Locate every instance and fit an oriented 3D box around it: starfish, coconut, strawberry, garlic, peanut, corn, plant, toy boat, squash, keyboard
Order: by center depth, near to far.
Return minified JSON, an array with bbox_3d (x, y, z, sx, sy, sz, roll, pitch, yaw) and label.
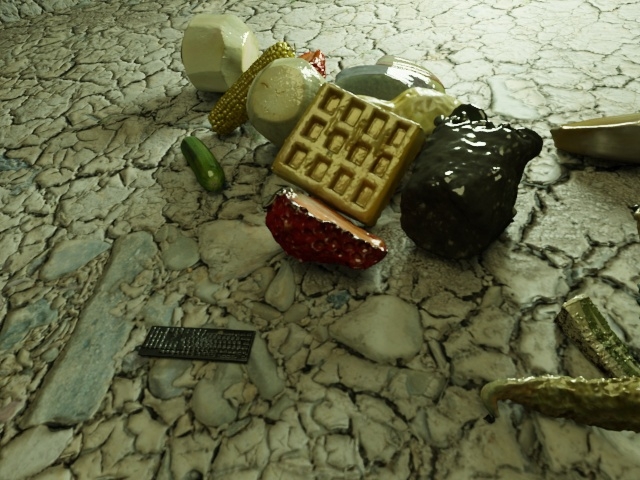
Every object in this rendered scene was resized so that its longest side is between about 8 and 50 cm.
[{"bbox_3d":[0.430,0.134,0.480,0.433,0.323,0.082,13,29,18],"label":"starfish"},{"bbox_3d":[-0.211,0.176,0.750,0.198,0.010,0.063,0,46,12],"label":"keyboard"},{"bbox_3d":[0.269,-0.108,0.795,0.199,0.188,0.276,19,56,30],"label":"plant"},{"bbox_3d":[0.000,0.000,0.799,0.237,0.190,0.111,33,101,21],"label":"strawberry"},{"bbox_3d":[0.627,-0.207,0.862,0.318,0.112,0.143,11,28,29],"label":"garlic"},{"bbox_3d":[0.176,-0.263,0.984,0.306,0.147,0.146,-6,47,7],"label":"peanut"},{"bbox_3d":[-0.059,-0.312,1.045,0.202,0.222,0.202,-1,86,18],"label":"coconut"},{"bbox_3d":[-0.290,-0.192,1.072,0.066,0.066,0.229,-28,47,-14],"label":"squash"},{"bbox_3d":[-0.168,-0.394,1.141,0.310,0.101,0.101,-39,43,21],"label":"corn"},{"bbox_3d":[0.208,-0.424,1.160,0.276,0.111,0.293,30,49,25],"label":"toy boat"},{"bbox_3d":[-0.057,-0.466,1.260,0.175,0.098,0.228,-16,34,18],"label":"strawberry"},{"bbox_3d":[-0.304,-0.549,1.301,0.241,0.241,0.241,-6,47,6],"label":"coconut"}]

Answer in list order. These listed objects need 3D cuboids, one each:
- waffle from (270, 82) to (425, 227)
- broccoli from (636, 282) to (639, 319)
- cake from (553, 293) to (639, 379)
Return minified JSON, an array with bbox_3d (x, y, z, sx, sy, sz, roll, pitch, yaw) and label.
[{"bbox_3d":[0.053,-0.178,0.891,0.248,0.055,0.221,30,87,13],"label":"waffle"},{"bbox_3d":[0.569,0.091,0.585,0.275,0.177,0.198,15,39,-3],"label":"broccoli"},{"bbox_3d":[0.401,0.150,0.637,0.051,0.055,0.140,-22,65,-10],"label":"cake"}]
